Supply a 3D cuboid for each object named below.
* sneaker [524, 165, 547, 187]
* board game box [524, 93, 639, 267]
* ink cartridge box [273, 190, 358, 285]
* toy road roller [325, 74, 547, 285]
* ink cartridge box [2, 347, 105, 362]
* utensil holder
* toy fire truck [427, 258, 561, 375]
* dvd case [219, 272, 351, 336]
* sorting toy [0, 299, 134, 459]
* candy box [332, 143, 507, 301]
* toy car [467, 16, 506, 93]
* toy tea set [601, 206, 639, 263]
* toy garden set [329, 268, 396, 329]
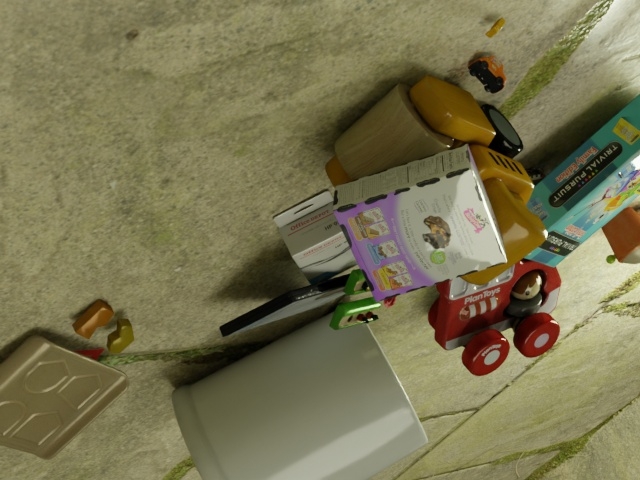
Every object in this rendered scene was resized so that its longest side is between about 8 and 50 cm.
[{"bbox_3d":[0.357,-0.108,1.882,0.065,0.061,0.158,-51,156,16],"label":"sneaker"},{"bbox_3d":[0.487,-0.096,1.904,0.336,0.079,0.253,-43,158,16],"label":"board game box"},{"bbox_3d":[0.000,0.000,1.732,0.104,0.060,0.180,-27,154,3],"label":"ink cartridge box"},{"bbox_3d":[0.192,-0.074,1.573,0.202,0.241,0.329,-40,151,25],"label":"toy road roller"},{"bbox_3d":[-0.473,0.264,1.790,0.181,0.056,0.225,0,145,-42],"label":"ink cartridge box"},{"bbox_3d":[-0.037,0.335,2.022,0.385,0.328,0.328,-29,154,-2],"label":"utensil holder"},{"bbox_3d":[0.364,0.112,2.181,0.302,0.169,0.254,-17,133,-21],"label":"toy fire truck"},{"bbox_3d":[-0.028,0.101,1.827,0.180,0.022,0.253,-28,171,39],"label":"dvd case"},{"bbox_3d":[-0.417,0.221,1.731,0.307,0.041,0.229,-42,141,7],"label":"sorting toy"},{"bbox_3d":[0.138,-0.022,1.480,0.196,0.070,0.165,-17,121,14],"label":"candy box"},{"bbox_3d":[0.251,-0.260,1.506,0.040,0.060,0.122,-50,172,-28],"label":"toy car"},{"bbox_3d":[0.719,-0.061,2.169,0.200,0.124,0.336,-16,156,-37],"label":"toy tea set"},{"bbox_3d":[0.134,0.040,1.825,0.203,0.049,0.244,-8,126,-52],"label":"toy garden set"}]
